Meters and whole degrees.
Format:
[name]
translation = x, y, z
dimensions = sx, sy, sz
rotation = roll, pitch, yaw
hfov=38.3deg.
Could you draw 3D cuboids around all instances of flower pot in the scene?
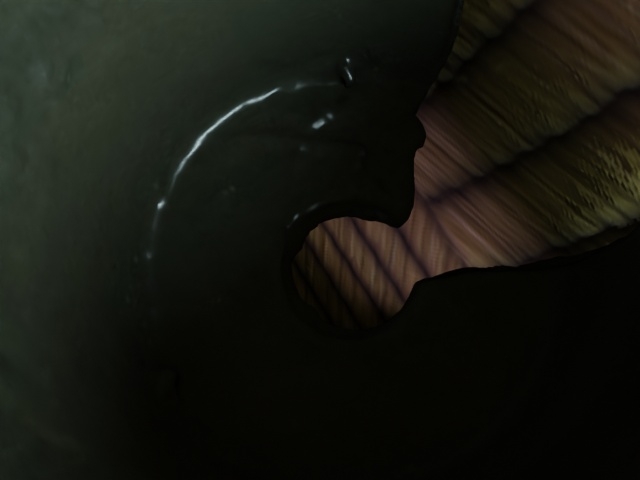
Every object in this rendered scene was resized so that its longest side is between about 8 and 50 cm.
[flower pot]
translation = 0.000, 0.000, 0.332
dimensions = 0.379, 0.379, 0.251
rotation = 55, 175, 8
